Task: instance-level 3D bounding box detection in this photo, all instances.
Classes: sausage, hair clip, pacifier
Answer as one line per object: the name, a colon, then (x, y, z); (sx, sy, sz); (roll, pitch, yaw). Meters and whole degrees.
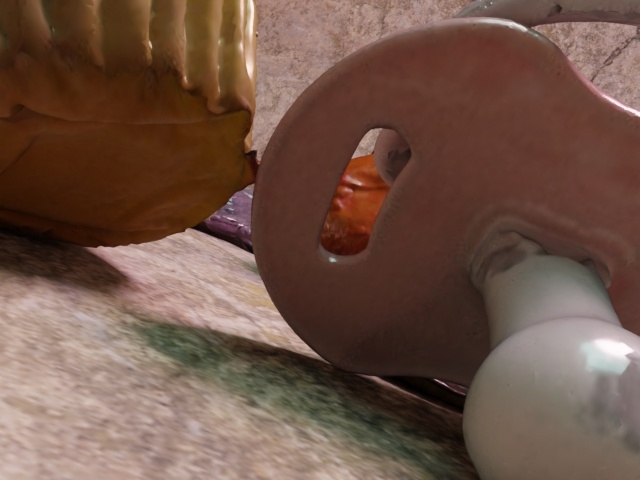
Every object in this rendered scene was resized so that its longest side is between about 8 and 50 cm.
sausage: (0.086, 0.004, 0.842); (0.141, 0.153, 0.268); (-14, -23, 42)
hair clip: (-0.132, -0.042, 0.994); (0.146, 0.056, 0.187); (15, 8, -13)
pacifier: (0.121, 0.023, 0.442); (0.332, 0.273, 0.220); (21, -23, -6)

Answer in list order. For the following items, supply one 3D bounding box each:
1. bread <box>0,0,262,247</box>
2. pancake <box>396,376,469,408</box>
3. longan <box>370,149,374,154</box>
bread: (-0.162, -0.093, 0.465); (0.274, 0.149, 0.274); (-9, -28, -5)
pancake: (0.072, 0.087, 0.621); (0.184, 0.020, 0.190); (21, 5, -16)
longan: (0.207, -0.045, 1.135); (0.350, 0.288, 0.288); (-9, 25, -41)
